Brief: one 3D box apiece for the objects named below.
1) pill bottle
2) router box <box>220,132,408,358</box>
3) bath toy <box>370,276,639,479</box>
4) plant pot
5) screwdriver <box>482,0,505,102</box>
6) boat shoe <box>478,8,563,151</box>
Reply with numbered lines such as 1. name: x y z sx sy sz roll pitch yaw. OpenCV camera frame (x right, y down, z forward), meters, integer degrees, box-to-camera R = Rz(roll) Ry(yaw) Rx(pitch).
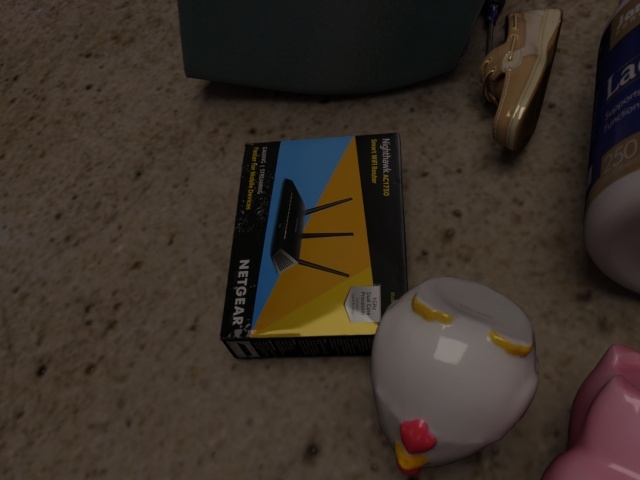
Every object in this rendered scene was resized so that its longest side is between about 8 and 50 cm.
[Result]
1. pill bottle: 0.274 -0.100 0.422 0.153 0.153 0.265 9 60 15
2. router box: 0.000 0.000 0.471 0.133 0.046 0.179 -3 58 8
3. bath toy: 0.175 0.143 0.314 0.348 0.129 0.151 25 22 21
4. plant pot: 0.032 -0.278 0.530 0.252 0.248 0.247 16 61 1
5. screwdriver: 0.162 -0.200 0.585 0.025 0.024 0.170 -6 60 42
6. boat shoe: 0.167 -0.143 0.524 0.059 0.063 0.170 13 53 20
